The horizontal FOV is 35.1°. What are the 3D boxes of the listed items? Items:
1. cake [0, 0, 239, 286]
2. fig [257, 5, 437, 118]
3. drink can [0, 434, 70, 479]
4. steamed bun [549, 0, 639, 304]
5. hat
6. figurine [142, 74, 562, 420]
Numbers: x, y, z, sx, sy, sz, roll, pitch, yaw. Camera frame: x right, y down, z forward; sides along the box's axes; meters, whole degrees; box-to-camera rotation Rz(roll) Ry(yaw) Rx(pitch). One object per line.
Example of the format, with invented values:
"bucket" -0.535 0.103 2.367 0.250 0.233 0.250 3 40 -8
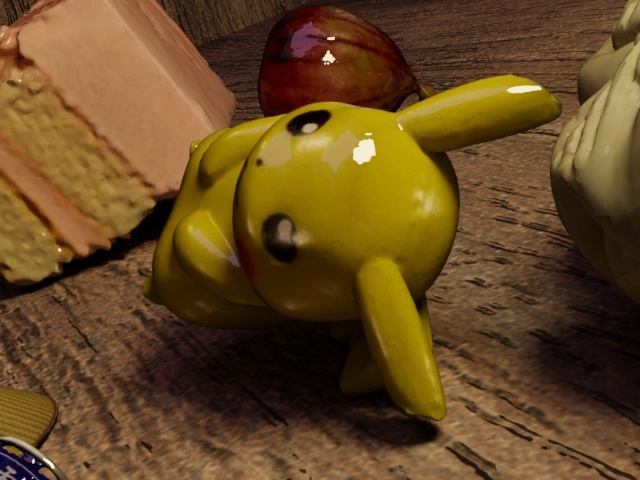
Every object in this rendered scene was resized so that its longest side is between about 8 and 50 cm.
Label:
"cake" -0.296 -0.151 1.229 0.306 0.293 0.314 -32 22 9
"fig" 0.047 -0.205 1.290 0.249 0.186 0.204 -2 -7 5
"drink can" -0.229 0.204 0.513 0.097 0.097 0.235 -5 22 36
"steamed bun" 0.325 -0.091 0.565 0.342 0.255 0.367 -55 7 -32
"hat" -0.312 0.142 0.793 0.193 0.082 0.193 -18 19 6
"figurine" -0.004 0.000 0.714 0.169 0.218 0.326 20 -14 -24
